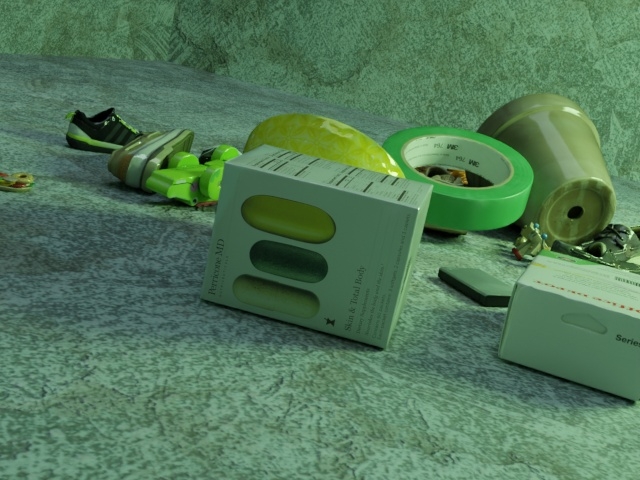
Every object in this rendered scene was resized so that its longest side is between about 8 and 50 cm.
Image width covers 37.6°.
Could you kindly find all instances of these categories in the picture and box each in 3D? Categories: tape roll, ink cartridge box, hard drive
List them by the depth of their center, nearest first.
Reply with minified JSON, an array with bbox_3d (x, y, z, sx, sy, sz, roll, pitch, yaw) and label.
[{"bbox_3d":[0.386,0.112,1.365,0.201,0.117,0.278,16,14,17],"label":"ink cartridge box"},{"bbox_3d":[0.275,0.079,1.600,0.094,0.022,0.135,3,16,-30],"label":"hard drive"},{"bbox_3d":[0.281,-0.137,1.984,0.321,0.077,0.321,5,32,-3],"label":"tape roll"}]

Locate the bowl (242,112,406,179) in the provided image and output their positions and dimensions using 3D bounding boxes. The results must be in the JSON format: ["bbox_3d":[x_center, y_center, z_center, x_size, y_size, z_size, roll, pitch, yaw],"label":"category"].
[{"bbox_3d":[-0.015,-0.050,1.520,0.289,0.289,0.156,16,56,14],"label":"bowl"}]

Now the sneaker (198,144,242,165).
[{"bbox_3d":[-0.185,-0.161,2.065,0.178,0.072,0.077,7,25,2],"label":"sneaker"}]

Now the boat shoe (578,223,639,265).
[{"bbox_3d":[0.642,0.007,2.039,0.285,0.092,0.103,-3,22,-43],"label":"boat shoe"}]

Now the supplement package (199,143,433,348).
[{"bbox_3d":[0.000,0.000,1.312,0.263,0.199,0.198,14,15,9],"label":"supplement package"}]

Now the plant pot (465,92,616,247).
[{"bbox_3d":[0.528,-0.133,2.145,0.323,0.323,0.280,7,31,-19],"label":"plant pot"}]

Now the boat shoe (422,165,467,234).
[{"bbox_3d":[0.261,-0.094,2.081,0.122,0.110,0.341,11,14,-6],"label":"boat shoe"}]

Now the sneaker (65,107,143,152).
[{"bbox_3d":[-0.454,-0.246,2.104,0.235,0.097,0.084,1,18,-37],"label":"sneaker"}]

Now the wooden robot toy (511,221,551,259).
[{"bbox_3d":[0.443,0.023,1.922,0.079,0.076,0.173,47,12,-8],"label":"wooden robot toy"}]

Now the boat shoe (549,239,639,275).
[{"bbox_3d":[0.553,0.040,1.875,0.224,0.073,0.080,7,15,-20],"label":"boat shoe"}]

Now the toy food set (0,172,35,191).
[{"bbox_3d":[-0.538,-0.103,1.633,0.083,0.020,0.082,6,15,-23],"label":"toy food set"}]

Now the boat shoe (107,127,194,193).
[{"bbox_3d":[-0.337,-0.178,1.905,0.103,0.113,0.302,19,15,3],"label":"boat shoe"}]

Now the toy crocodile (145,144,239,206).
[{"bbox_3d":[-0.200,-0.116,1.839,0.115,0.105,0.340,21,21,29],"label":"toy crocodile"}]

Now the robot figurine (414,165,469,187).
[{"bbox_3d":[0.343,-0.139,2.380,0.291,0.085,0.211,7,14,-20],"label":"robot figurine"}]
